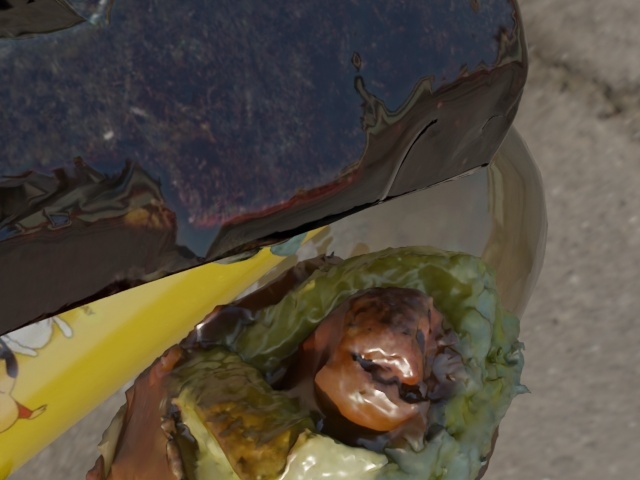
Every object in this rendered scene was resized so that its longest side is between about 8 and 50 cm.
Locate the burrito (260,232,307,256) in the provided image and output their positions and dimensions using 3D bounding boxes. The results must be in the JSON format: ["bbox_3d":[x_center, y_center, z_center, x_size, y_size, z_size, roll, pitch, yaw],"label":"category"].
[{"bbox_3d":[-0.005,-0.039,0.792,0.044,0.074,0.118,36,91,-21],"label":"burrito"}]

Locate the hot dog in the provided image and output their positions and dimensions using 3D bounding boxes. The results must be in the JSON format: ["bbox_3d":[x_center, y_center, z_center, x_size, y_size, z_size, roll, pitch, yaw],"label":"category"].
[{"bbox_3d":[-0.021,0.073,0.656,0.103,0.213,0.146,41,48,-9],"label":"hot dog"}]

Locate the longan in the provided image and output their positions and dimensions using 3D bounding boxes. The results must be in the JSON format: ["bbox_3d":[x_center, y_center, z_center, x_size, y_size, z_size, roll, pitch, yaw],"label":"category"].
[{"bbox_3d":[0.000,0.000,1.697,0.404,0.404,0.336,-16,86,-14],"label":"longan"}]

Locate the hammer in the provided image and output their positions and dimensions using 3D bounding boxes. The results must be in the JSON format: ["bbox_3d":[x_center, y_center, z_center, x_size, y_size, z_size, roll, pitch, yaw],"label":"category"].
[{"bbox_3d":[-0.077,-0.184,0.536,0.242,0.095,0.409,-14,92,-45],"label":"hammer"}]

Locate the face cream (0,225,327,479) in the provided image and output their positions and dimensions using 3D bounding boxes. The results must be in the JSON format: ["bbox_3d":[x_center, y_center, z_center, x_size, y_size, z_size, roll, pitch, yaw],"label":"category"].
[{"bbox_3d":[-0.075,-0.010,0.954,0.348,0.105,0.105,-38,87,18],"label":"face cream"}]
